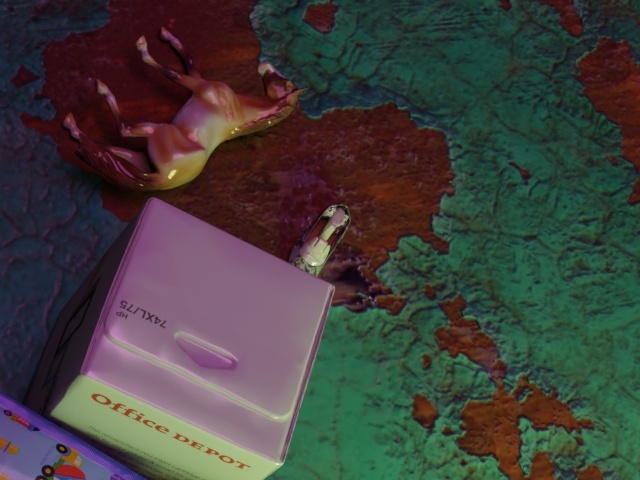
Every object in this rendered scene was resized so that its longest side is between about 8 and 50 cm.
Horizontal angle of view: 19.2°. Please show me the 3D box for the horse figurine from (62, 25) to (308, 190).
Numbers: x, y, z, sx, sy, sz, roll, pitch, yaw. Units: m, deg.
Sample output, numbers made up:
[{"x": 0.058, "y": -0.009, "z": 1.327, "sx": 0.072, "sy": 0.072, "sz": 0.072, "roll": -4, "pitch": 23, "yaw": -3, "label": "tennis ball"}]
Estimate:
[{"x": -0.156, "y": -0.128, "z": 2.008, "sx": 0.174, "sy": 0.066, "sz": 0.263, "roll": 39, "pitch": 52, "yaw": 3, "label": "horse figurine"}]

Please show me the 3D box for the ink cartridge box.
[{"x": -0.146, "y": 0.131, "z": 1.757, "sx": 0.198, "sy": 0.270, "sz": 0.197, "roll": 27, "pitch": 57, "yaw": -13, "label": "ink cartridge box"}]

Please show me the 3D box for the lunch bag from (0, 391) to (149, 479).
[{"x": -0.307, "y": 0.243, "z": 1.620, "sx": 0.293, "sy": 0.138, "sz": 0.221, "roll": 38, "pitch": 55, "yaw": -12, "label": "lunch bag"}]

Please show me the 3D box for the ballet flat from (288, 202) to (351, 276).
[{"x": 0.000, "y": 0.000, "z": 2.036, "sx": 0.041, "sy": 0.041, "sz": 0.114, "roll": 37, "pitch": 55, "yaw": -6, "label": "ballet flat"}]
